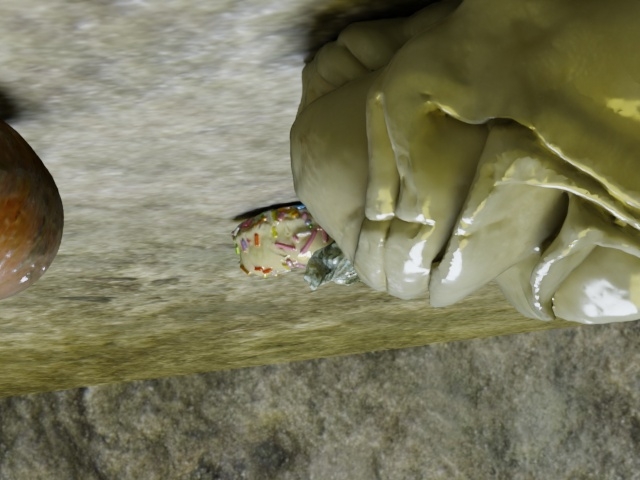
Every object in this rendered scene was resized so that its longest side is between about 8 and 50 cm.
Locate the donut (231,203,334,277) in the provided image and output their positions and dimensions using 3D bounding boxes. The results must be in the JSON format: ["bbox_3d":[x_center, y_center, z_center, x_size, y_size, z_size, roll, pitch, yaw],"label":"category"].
[{"bbox_3d":[-0.001,-0.001,1.616,0.166,0.065,0.108,-3,170,-18],"label":"donut"}]

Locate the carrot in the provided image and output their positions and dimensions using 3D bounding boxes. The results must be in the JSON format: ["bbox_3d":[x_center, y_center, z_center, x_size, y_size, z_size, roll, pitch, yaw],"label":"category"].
[{"bbox_3d":[-0.273,-0.039,1.024,0.139,0.138,0.302,-8,170,16],"label":"carrot"}]

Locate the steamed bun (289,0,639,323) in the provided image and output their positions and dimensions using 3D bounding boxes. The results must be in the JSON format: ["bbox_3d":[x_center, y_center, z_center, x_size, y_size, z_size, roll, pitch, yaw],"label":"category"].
[{"bbox_3d":[0.121,-0.046,0.983,0.289,0.203,0.276,-6,171,6],"label":"steamed bun"}]

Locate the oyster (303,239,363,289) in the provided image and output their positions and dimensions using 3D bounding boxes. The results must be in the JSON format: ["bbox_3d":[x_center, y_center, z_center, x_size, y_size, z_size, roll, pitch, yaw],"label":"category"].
[{"bbox_3d":[0.070,-0.003,1.560,0.177,0.064,0.125,-19,150,-44],"label":"oyster"}]
